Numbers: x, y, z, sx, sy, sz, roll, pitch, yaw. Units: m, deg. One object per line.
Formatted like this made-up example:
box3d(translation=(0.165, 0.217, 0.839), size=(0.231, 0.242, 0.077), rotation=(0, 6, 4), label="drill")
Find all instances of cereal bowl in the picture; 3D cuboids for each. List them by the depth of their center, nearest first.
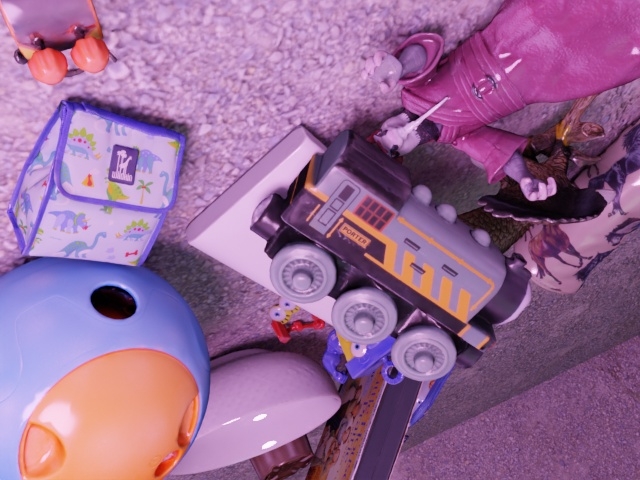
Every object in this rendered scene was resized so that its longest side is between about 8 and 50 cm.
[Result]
box3d(translation=(-0.141, 0.296, 1.158), size=(0.339, 0.141, 0.339), rotation=(-18, 153, -10), label="cereal bowl")

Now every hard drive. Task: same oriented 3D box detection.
box3d(translation=(0.000, 0.000, 0.867), size=(0.203, 0.040, 0.307), rotation=(-39, 133, 17), label="hard drive")

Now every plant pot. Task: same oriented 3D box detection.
box3d(translation=(-0.102, 0.422, 1.374), size=(0.167, 0.165, 0.167), rotation=(-22, 149, -14), label="plant pot")

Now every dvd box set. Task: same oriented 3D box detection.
box3d(translation=(0.074, 0.359, 1.216), size=(0.420, 0.062, 0.308), rotation=(123, -10, -74), label="dvd box set")

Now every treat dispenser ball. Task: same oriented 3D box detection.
box3d(translation=(-0.268, 0.157, 0.708), size=(0.288, 0.288, 0.288), rotation=(-22, 149, -14), label="treat dispenser ball")

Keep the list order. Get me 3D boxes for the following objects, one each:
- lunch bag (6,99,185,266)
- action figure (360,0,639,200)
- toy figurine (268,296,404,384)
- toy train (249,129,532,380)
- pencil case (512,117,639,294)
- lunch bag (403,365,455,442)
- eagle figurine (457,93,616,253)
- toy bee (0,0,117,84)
box3d(translation=(-0.218, -0.056, 0.629), size=(0.129, 0.096, 0.151), rotation=(10, 118, -45), label="lunch bag")
box3d(translation=(0.195, -0.204, 0.724), size=(0.370, 0.276, 0.248), rotation=(-26, 123, 31), label="action figure")
box3d(translation=(0.109, 0.129, 1.057), size=(0.362, 0.217, 0.191), rotation=(-40, 149, 19), label="toy figurine")
box3d(translation=(0.086, 0.024, 0.741), size=(0.334, 0.142, 0.190), rotation=(34, 117, -11), label="toy train")
box3d(translation=(0.555, -0.076, 1.185), size=(0.183, 0.160, 0.410), rotation=(11, 132, -36), label="pencil case")
box3d(translation=(0.214, 0.310, 1.414), size=(0.303, 0.115, 0.243), rotation=(-46, 169, -41), label="lunch bag")
box3d(translation=(0.281, -0.060, 0.892), size=(0.298, 0.225, 0.226), rotation=(-56, 147, -32), label="eagle figurine")
box3d(translation=(-0.172, -0.187, 0.393), size=(0.195, 0.162, 0.298), rotation=(-33, 150, 4), label="toy bee")
